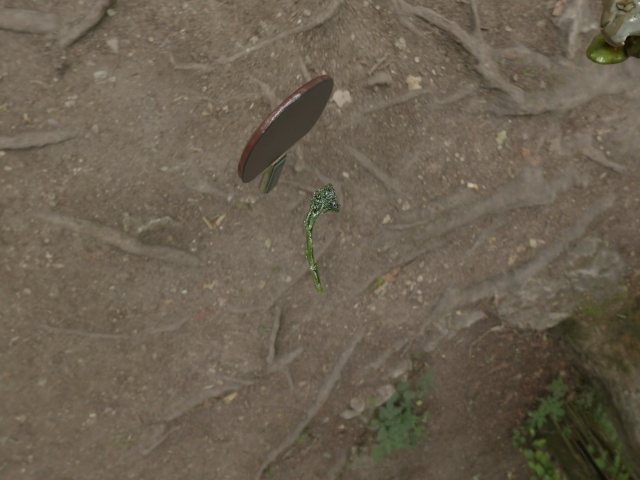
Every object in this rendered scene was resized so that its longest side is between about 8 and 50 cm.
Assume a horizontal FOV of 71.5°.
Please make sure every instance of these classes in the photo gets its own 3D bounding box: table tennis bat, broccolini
[{"bbox_3d":[-0.057,-0.136,0.656,0.022,0.301,0.173,46,71,0],"label":"table tennis bat"},{"bbox_3d":[-0.007,-0.001,0.739,0.052,0.054,0.194,3,114,-13],"label":"broccolini"}]

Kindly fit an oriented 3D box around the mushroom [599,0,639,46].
[{"bbox_3d":[0.464,-0.279,0.524,0.225,0.093,0.116,13,117,10],"label":"mushroom"}]

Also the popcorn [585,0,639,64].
[{"bbox_3d":[0.532,-0.357,0.696,0.198,0.198,0.212,39,100,-20],"label":"popcorn"}]
